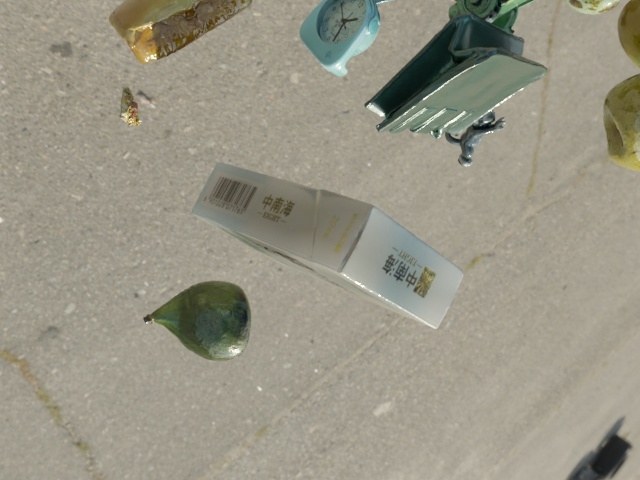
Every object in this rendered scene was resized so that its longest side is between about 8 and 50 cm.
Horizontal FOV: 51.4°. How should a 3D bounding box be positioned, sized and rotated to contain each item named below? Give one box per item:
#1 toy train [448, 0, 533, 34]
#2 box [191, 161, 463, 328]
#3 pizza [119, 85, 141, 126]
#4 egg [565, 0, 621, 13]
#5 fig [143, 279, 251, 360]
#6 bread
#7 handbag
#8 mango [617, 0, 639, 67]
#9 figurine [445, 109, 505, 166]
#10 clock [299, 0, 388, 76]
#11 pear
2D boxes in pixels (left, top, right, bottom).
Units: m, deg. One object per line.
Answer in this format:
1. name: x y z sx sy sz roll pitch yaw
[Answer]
1. toy train: 0.414 -0.570 1.332 0.150 0.369 0.237 4 74 -50
2. box: 0.000 0.000 0.658 0.155 0.243 0.067 30 83 -43
3. pizza: -0.373 -0.255 1.310 0.025 0.078 0.083 -5 124 4
4. egg: 0.762 -0.714 1.845 0.169 0.231 0.169 -4 132 -4
5. fig: -0.296 0.184 1.595 0.236 0.203 0.203 12 112 -27
6. bread: -0.130 -0.219 0.619 0.132 0.074 0.053 -30 133 -2
7. handbag: 0.241 -0.273 1.166 0.239 0.089 0.327 -36 167 32
8. mango: 0.626 -0.367 1.208 0.092 0.194 0.130 -14 137 -37
9. figurine: 0.453 -0.367 2.004 0.140 0.193 0.265 16 123 -13
10. clock: 0.044 -0.324 0.977 0.147 0.108 0.045 -44 149 16
11. pear: 0.706 -0.251 1.375 0.212 0.188 0.228 -14 141 8
